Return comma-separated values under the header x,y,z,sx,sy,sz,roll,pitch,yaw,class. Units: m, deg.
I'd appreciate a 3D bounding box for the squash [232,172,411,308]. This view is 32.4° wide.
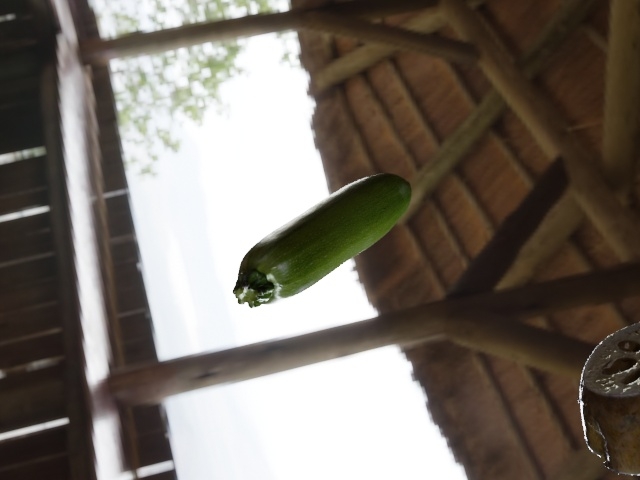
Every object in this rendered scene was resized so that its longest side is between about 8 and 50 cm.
x,y,z,sx,sy,sz,roll,pitch,yaw,class
0.000,0.000,1.060,0.069,0.258,0.069,23,-51,33,squash

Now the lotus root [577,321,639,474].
x,y,z,sx,sy,sz,roll,pitch,yaw,class
0.260,0.119,0.860,0.112,0.122,0.081,20,-37,60,lotus root
